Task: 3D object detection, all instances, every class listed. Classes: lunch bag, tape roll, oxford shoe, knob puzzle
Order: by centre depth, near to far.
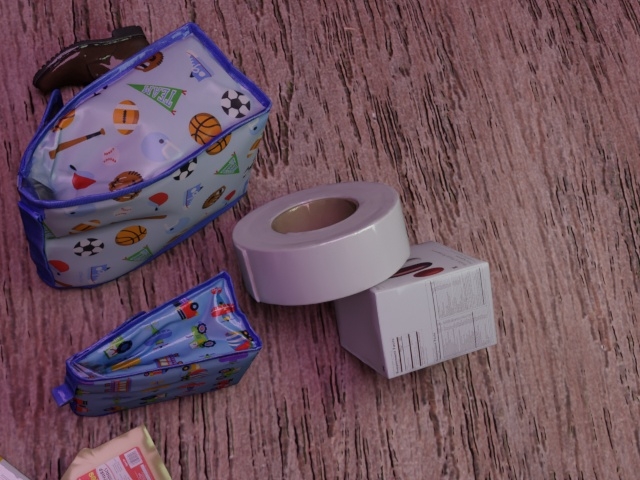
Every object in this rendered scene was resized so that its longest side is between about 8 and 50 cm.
[{"bbox_3d":[-0.319,0.401,1.429,0.213,0.030,0.213,3,80,-16],"label":"knob puzzle"},{"bbox_3d":[-0.261,0.190,1.431,0.293,0.221,0.138,-21,74,-22],"label":"lunch bag"},{"bbox_3d":[-0.303,-0.110,1.487,0.385,0.328,0.239,-40,78,-24],"label":"lunch bag"},{"bbox_3d":[0.000,0.000,1.547,0.286,0.286,0.100,-23,114,-22],"label":"tape roll"},{"bbox_3d":[-0.400,-0.307,1.682,0.227,0.083,0.096,-26,81,-22],"label":"oxford shoe"}]

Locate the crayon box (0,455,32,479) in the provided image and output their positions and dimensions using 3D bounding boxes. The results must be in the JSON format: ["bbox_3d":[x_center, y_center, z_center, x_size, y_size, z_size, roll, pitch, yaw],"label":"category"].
[{"bbox_3d":[-0.598,0.343,1.356,0.323,0.083,0.203,38,64,2],"label":"crayon box"}]

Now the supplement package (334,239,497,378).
[{"bbox_3d":[0.150,0.107,1.566,0.203,0.194,0.149,-15,106,-20],"label":"supplement package"}]
